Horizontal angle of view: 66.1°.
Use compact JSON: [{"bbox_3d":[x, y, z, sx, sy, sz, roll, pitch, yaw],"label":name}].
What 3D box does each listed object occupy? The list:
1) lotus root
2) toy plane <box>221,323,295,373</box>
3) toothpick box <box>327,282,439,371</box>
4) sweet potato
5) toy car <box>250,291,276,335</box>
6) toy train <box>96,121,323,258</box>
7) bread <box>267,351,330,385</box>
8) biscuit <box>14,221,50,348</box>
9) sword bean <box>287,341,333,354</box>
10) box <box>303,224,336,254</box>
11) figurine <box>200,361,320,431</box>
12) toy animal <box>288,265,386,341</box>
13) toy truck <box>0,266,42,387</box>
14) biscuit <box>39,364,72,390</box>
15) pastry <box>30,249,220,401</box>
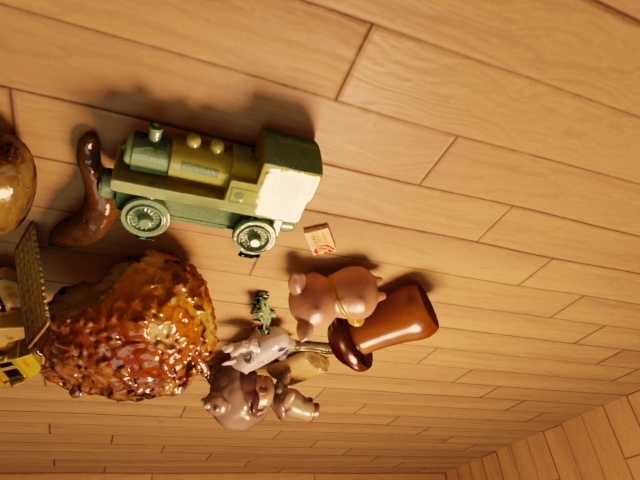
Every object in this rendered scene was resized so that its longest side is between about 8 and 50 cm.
[{"bbox_3d":[-0.578,-0.076,0.851,0.154,0.154,0.278,19,140,-30],"label":"lotus root"},{"bbox_3d":[-0.190,0.321,1.475,0.244,0.117,0.245,-16,155,-8],"label":"toy plane"},{"bbox_3d":[0.162,0.235,1.350,0.294,0.192,0.192,-27,139,17],"label":"toothpick box"},{"bbox_3d":[-0.451,-0.061,0.954,0.108,0.079,0.346,27,131,-19],"label":"sweet potato"},{"bbox_3d":[-0.163,0.202,1.350,0.054,0.073,0.143,8,146,12],"label":"toy car"},{"bbox_3d":[-0.201,-0.104,0.881,0.369,0.150,0.237,9,132,-20],"label":"toy train"},{"bbox_3d":[-0.077,0.440,1.687,0.178,0.060,0.139,-29,137,28],"label":"bread"},{"bbox_3d":[-0.602,0.093,1.021,0.016,0.231,0.139,2,149,-47],"label":"biscuit"},{"bbox_3d":[0.012,0.358,1.612,0.269,0.038,0.043,11,115,-21],"label":"sword bean"},{"bbox_3d":[0.000,0.000,1.145,0.058,0.015,0.093,-11,143,9],"label":"box"},{"bbox_3d":[-0.197,0.511,1.596,0.380,0.248,0.203,16,110,-16],"label":"figurine"},{"bbox_3d":[0.042,0.144,1.231,0.248,0.165,0.149,-13,170,-14],"label":"toy animal"},{"bbox_3d":[-0.805,0.199,1.177,0.254,0.181,0.405,-6,141,-12],"label":"toy truck"},{"bbox_3d":[-0.827,0.450,1.627,0.183,0.043,0.280,9,138,-13],"label":"biscuit"},{"bbox_3d":[-0.417,0.209,1.124,0.405,0.292,0.337,-24,114,9],"label":"pastry"}]
